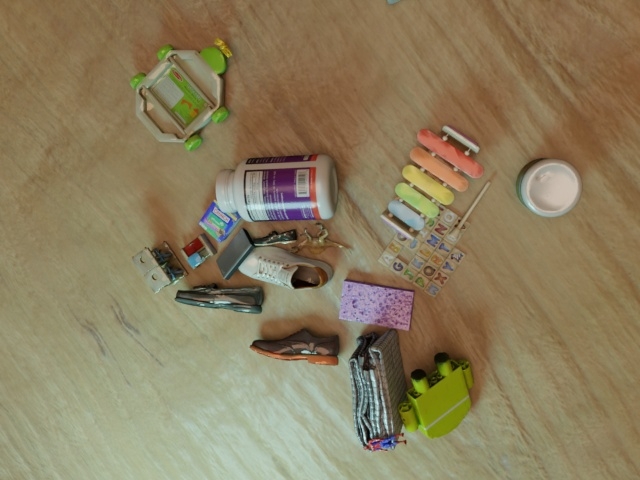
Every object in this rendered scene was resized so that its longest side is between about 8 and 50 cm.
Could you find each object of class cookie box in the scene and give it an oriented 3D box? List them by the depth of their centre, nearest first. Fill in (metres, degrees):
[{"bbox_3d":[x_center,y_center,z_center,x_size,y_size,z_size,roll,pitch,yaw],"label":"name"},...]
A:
[{"bbox_3d":[-0.298,-0.063,1.849,0.092,0.040,0.107,41,120,3],"label":"cookie box"}]

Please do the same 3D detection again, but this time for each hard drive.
[{"bbox_3d":[-0.254,0.040,1.848,0.022,0.094,0.135,29,107,-39],"label":"hard drive"}]

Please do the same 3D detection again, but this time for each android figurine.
[{"bbox_3d":[0.331,0.442,1.732,0.248,0.056,0.273,-33,124,-16],"label":"android figurine"}]

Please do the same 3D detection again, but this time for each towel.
[{"bbox_3d":[0.156,0.409,1.737,0.121,0.235,0.284,-8,96,18],"label":"towel"}]

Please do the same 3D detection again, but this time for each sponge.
[{"bbox_3d":[0.164,0.187,1.807,0.210,0.031,0.117,9,99,11],"label":"sponge"}]

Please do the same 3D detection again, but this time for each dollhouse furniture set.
[{"bbox_3d":[-0.436,0.045,1.859,0.183,0.129,0.129,-35,90,15],"label":"dollhouse furniture set"}]

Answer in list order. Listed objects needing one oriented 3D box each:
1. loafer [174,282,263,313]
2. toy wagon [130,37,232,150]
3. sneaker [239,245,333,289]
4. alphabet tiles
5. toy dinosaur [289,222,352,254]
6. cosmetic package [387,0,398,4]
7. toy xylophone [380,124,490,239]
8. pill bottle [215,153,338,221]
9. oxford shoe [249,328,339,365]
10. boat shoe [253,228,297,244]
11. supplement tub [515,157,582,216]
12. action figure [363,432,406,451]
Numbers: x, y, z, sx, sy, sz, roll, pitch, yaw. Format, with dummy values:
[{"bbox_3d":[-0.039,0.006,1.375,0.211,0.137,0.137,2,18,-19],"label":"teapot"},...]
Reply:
[{"bbox_3d":[-0.304,0.166,1.881,0.267,0.096,0.084,8,79,4],"label":"loafer"},{"bbox_3d":[-0.383,-0.443,1.816,0.344,0.068,0.267,-42,88,13],"label":"toy wagon"},{"bbox_3d":[-0.115,0.081,1.804,0.290,0.123,0.106,7,101,12],"label":"sneaker"},{"bbox_3d":[0.309,0.017,1.767,0.198,0.009,0.237,34,103,6],"label":"alphabet tiles"},{"bbox_3d":[0.000,0.000,1.815,0.183,0.053,0.093,-1,115,0],"label":"toy dinosaur"},{"bbox_3d":[0.188,-0.765,1.649,0.117,0.085,0.231,-20,91,13],"label":"cosmetic package"},{"bbox_3d":[0.324,-0.143,1.698,0.236,0.081,0.323,28,100,8],"label":"toy xylophone"},{"bbox_3d":[-0.120,-0.145,1.744,0.322,0.181,0.182,-1,97,12],"label":"pill bottle"},{"bbox_3d":[-0.076,0.311,1.854,0.271,0.097,0.098,6,79,6],"label":"oxford shoe"},{"bbox_3d":[-0.136,-0.009,1.833,0.133,0.049,0.042,-7,100,5],"label":"boat shoe"},{"bbox_3d":[0.578,-0.139,1.592,0.144,0.199,0.144,2,98,11],"label":"supplement tub"},{"bbox_3d":[0.165,0.530,1.621,0.115,0.030,0.038,-19,103,18],"label":"action figure"}]
